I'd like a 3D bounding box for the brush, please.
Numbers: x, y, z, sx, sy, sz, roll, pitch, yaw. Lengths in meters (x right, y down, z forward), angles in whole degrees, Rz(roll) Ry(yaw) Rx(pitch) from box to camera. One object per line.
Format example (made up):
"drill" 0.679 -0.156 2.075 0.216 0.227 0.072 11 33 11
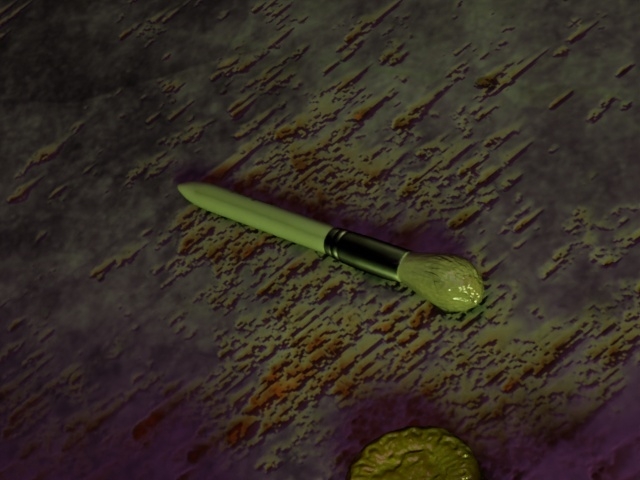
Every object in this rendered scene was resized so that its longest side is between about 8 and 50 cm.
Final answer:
"brush" 0.000 0.000 1.302 0.299 0.042 0.039 18 68 37

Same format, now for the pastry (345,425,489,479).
"pastry" 0.062 0.170 1.138 0.109 0.057 0.097 30 72 35
